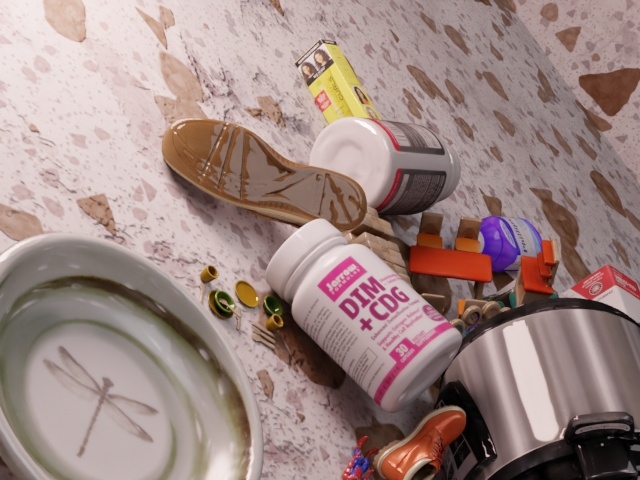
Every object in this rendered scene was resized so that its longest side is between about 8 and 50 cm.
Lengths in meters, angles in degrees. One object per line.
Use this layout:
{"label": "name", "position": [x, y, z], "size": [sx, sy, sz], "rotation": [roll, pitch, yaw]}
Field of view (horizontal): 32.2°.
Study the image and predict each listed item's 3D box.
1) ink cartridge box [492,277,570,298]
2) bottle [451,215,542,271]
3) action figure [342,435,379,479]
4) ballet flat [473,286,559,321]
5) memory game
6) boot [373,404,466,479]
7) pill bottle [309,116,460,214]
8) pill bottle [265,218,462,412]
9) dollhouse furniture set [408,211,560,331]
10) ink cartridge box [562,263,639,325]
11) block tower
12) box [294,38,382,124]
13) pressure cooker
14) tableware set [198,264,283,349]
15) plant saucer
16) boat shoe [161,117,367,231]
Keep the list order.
{"label": "ink cartridge box", "position": [0.451, 0.229, 2.175], "size": [0.201, 0.117, 0.278], "rotation": [30, 36, -34]}
{"label": "bottle", "position": [0.372, 0.006, 2.337], "size": [0.283, 0.092, 0.118], "rotation": [3, 56, -54]}
{"label": "action figure", "position": [0.056, 0.327, 1.597], "size": [0.038, 0.030, 0.115], "rotation": [51, 31, -10]}
{"label": "ballet flat", "position": [0.358, 0.119, 2.117], "size": [0.070, 0.188, 0.070], "rotation": [-13, 90, -85]}
{"label": "memory game", "position": [0.270, 0.188, 1.915], "size": [0.186, 0.186, 0.012], "rotation": [26, 10, -38]}
{"label": "boot", "position": [0.161, 0.300, 1.588], "size": [0.085, 0.158, 0.059], "rotation": [23, -36, 58]}
{"label": "pill bottle", "position": [0.134, -0.135, 2.071], "size": [0.319, 0.176, 0.176], "rotation": [-2, 59, -56]}
{"label": "pill bottle", "position": [0.059, 0.107, 1.660], "size": [0.283, 0.160, 0.160], "rotation": [43, 25, 19]}
{"label": "dollhouse furniture set", "position": [0.288, 0.050, 2.004], "size": [0.259, 0.135, 0.262], "rotation": [7, 36, 0]}
{"label": "ink cartridge box", "position": [0.586, 0.220, 2.295], "size": [0.114, 0.197, 0.272], "rotation": [29, 36, -34]}
{"label": "block tower", "position": [0.098, 0.097, 1.844], "size": [0.091, 0.097, 0.335], "rotation": [21, 43, -42]}
{"label": "box", "position": [0.041, -0.283, 2.201], "size": [0.058, 0.087, 0.232], "rotation": [-5, 63, -54]}
{"label": "pressure cooker", "position": [0.386, 0.341, 1.689], "size": [0.370, 0.375, 0.420], "rotation": [31, 33, -32]}
{"label": "tableware set", "position": [-0.113, 0.088, 1.625], "size": [0.154, 0.024, 0.104], "rotation": [34, 33, -28]}
{"label": "plant saucer", "position": [-0.242, 0.181, 1.256], "size": [0.400, 0.100, 0.400], "rotation": [35, 32, -27]}
{"label": "boat shoe", "position": [-0.099, -0.089, 1.765], "size": [0.342, 0.123, 0.123], "rotation": [18, 70, -18]}
